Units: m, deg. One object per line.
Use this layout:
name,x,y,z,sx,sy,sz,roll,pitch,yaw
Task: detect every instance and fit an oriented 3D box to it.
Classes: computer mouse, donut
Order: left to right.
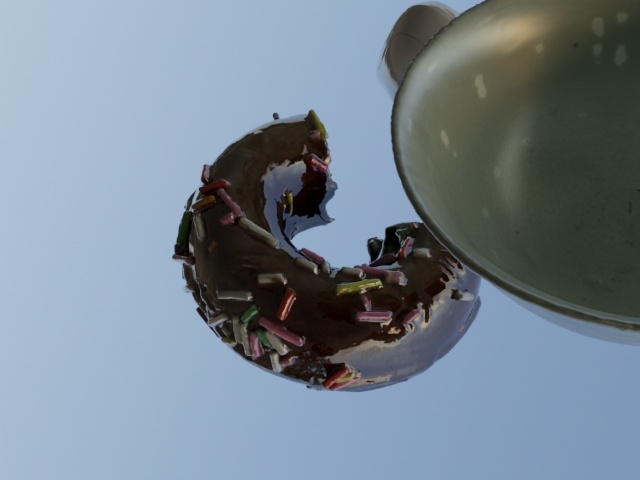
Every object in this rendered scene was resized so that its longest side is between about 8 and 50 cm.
donut,-0.013,0.014,0.946,0.345,0.259,0.136,42,-36,21
computer mouse,0.164,-0.241,1.370,0.184,0.297,0.121,44,-107,3

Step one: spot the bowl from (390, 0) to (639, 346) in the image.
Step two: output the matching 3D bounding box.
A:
bowl,0.207,-0.033,0.577,0.313,0.146,0.313,-7,-131,8
